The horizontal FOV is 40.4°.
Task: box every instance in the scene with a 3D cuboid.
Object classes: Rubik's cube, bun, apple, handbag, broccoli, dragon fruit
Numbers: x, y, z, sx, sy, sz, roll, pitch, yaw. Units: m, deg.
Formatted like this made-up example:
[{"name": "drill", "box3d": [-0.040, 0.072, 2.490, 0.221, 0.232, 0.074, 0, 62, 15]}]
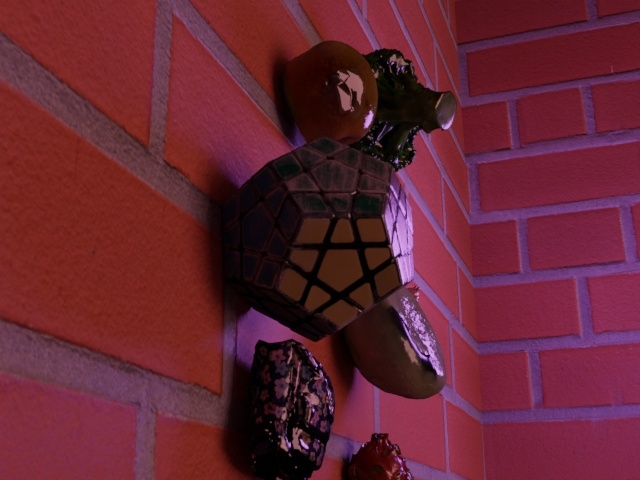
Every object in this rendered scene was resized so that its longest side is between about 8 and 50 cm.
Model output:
[{"name": "Rubik's cube", "box3d": [0.000, 0.000, 1.352, 0.264, 0.319, 0.319, 10, 72, -44]}, {"name": "bun", "box3d": [0.136, 0.220, 1.855, 0.283, 0.179, 0.283, 51, 18, -24]}, {"name": "apple", "box3d": [0.023, -0.278, 1.674, 0.207, 0.174, 0.188, -21, 85, -58]}, {"name": "handbag", "box3d": [-0.047, 0.273, 1.336, 0.228, 0.127, 0.207, 69, 21, -60]}, {"name": "broccoli", "box3d": [0.173, -0.288, 1.969, 0.298, 0.297, 0.297, -18, 115, -44]}, {"name": "dragon fruit", "box3d": [0.114, 0.475, 1.765, 0.136, 0.133, 0.165, 150, -58, -63]}]

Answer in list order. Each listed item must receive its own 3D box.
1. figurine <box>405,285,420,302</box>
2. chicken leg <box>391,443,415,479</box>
[{"name": "figurine", "box3d": [0.203, 0.142, 2.217, 0.098, 0.081, 0.146, -14, 98, -35]}, {"name": "chicken leg", "box3d": [0.197, 0.565, 2.071, 0.085, 0.069, 0.197, -57, 130, -65]}]
